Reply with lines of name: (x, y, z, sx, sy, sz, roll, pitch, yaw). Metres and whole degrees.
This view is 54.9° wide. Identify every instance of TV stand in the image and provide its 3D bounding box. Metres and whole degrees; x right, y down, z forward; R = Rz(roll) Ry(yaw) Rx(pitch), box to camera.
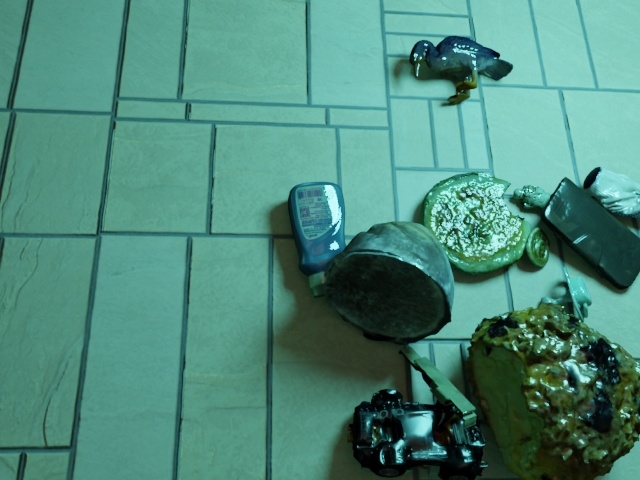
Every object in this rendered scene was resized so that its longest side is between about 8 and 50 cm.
TV stand: (0.260, 0.320, 1.388, 0.036, 0.042, 0.249, -13, 34, -24)

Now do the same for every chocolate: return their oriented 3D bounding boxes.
chocolate: (0.177, 0.070, 1.442, 0.303, 0.303, 0.213, 26, 48, 5)

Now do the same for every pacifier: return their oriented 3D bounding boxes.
pacifier: (0.615, 0.145, 1.547, 0.117, 0.127, 0.150, -23, 49, 23)

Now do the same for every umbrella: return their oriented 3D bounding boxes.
umbrella: (0.589, -0.109, 1.658, 0.144, 0.062, 0.067, 16, 98, 0)

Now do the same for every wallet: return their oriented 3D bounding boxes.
wallet: (0.722, -0.019, 1.614, 0.309, 0.042, 0.165, 41, 65, -2)

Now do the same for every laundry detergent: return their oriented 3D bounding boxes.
laundry detergent: (0.000, 0.000, 1.536, 0.144, 0.094, 0.289, -2, 71, -13)

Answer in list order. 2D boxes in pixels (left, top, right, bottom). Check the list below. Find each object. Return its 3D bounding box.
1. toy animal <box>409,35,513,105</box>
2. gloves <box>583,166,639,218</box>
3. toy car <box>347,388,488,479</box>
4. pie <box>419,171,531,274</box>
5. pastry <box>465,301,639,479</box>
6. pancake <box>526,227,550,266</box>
toy animal: (0.400, -0.498, 1.756, 0.298, 0.122, 0.185, -12, 70, -12)
gloves: (0.826, -0.120, 1.664, 0.229, 0.097, 0.119, 27, 72, 10)
toy car: (0.211, 0.434, 1.366, 0.301, 0.118, 0.193, 3, 49, -1)
pie: (0.401, -0.047, 1.603, 0.303, 0.067, 0.302, 2, 71, -6)
pastry: (0.527, 0.327, 1.353, 0.338, 0.292, 0.405, -6, 59, -20)
pancake: (0.566, 0.017, 1.598, 0.108, 0.017, 0.108, 5, 82, -42)
